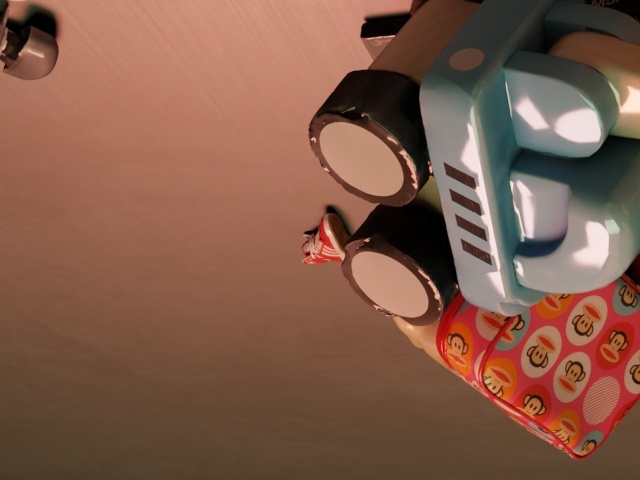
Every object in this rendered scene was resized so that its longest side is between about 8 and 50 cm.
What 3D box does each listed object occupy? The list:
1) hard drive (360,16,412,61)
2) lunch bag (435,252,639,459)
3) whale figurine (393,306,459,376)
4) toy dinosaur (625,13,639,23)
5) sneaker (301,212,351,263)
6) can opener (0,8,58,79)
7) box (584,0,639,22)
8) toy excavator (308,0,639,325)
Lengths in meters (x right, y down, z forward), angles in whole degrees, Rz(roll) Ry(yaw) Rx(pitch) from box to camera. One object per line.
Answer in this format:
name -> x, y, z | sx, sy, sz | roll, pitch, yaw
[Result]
hard drive -> 0.104, -0.173, 1.258 | 0.094, 0.022, 0.135 | -2, 153, 22
lunch bag -> 0.303, 0.107, 1.574 | 0.293, 0.258, 0.120 | 40, 176, -38
whale figurine -> 0.232, 0.127, 1.786 | 0.272, 0.141, 0.216 | 19, 161, 40
toy dinosaur -> 0.317, -0.155, 1.087 | 0.268, 0.064, 0.118 | -15, 156, 38
sneaker -> 0.000, 0.000, 1.645 | 0.067, 0.042, 0.118 | -3, 156, 14
can opener -> -0.358, -0.155, 1.374 | 0.095, 0.076, 0.283 | 19, 154, -22
box -> 0.328, -0.177, 1.159 | 0.184, 0.045, 0.190 | -10, 151, 38
toy excavator -> 0.226, -0.098, 0.984 | 0.445, 0.222, 0.433 | 16, 142, 31
